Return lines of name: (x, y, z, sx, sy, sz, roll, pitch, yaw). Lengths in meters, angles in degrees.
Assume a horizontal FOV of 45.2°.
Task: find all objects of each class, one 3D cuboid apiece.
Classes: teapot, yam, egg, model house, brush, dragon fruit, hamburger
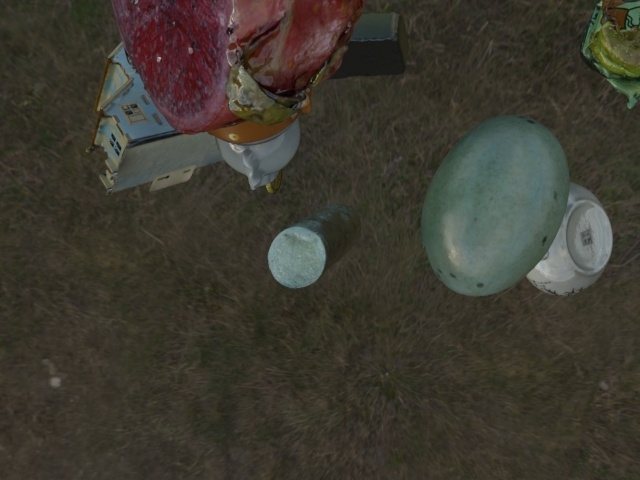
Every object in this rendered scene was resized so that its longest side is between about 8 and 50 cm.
teapot: (0.420, -0.001, 1.405, 0.299, 0.166, 0.208, -14, 107, -22)
yam: (0.000, 0.000, 1.219, 0.093, 0.259, 0.093, 3, 102, 16)
egg: (0.218, -0.043, 0.967, 0.169, 0.169, 0.237, 28, 88, 9)
model house: (-0.264, -0.210, 1.213, 0.271, 0.178, 0.206, -23, 73, -34)
brush: (0.047, -0.324, 1.298, 0.197, 0.123, 0.059, -1, 72, 14)
dragon fruit: (-0.060, -0.200, 0.542, 0.147, 0.211, 0.282, -18, 61, -31)
hamburger: (0.611, -0.375, 1.463, 0.214, 0.125, 0.235, 21, 89, 10)

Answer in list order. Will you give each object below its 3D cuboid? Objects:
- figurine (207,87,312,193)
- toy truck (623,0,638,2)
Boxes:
figurine: (-0.067, -0.146, 0.857, 0.143, 0.271, 0.143, -12, 55, 18)
toy truck: (0.575, -0.450, 1.117, 0.207, 0.173, 0.387, -39, 35, 3)
